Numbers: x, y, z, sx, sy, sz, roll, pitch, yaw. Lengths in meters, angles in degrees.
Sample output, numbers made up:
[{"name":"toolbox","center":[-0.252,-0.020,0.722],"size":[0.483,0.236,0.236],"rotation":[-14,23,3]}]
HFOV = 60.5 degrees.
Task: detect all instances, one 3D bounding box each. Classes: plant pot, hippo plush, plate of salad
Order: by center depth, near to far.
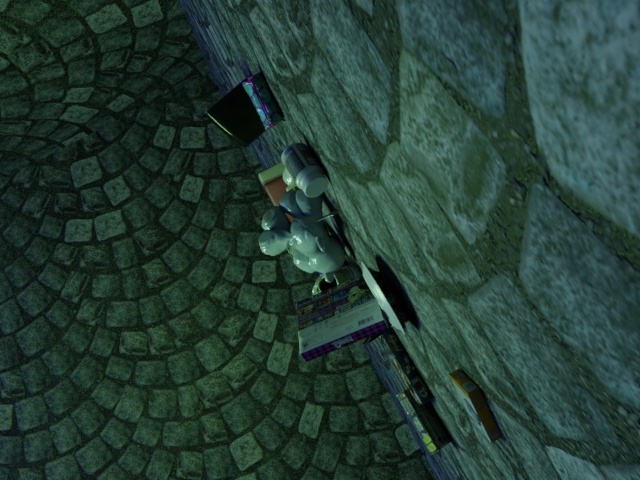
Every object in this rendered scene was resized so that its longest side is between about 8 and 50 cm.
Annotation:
[{"name":"plate of salad","center":[0.155,0.130,1.293],"size":[0.200,0.048,0.200],"rotation":[60,179,1]},{"name":"hippo plush","center":[-0.013,-0.017,1.668],"size":[0.294,0.234,0.236],"rotation":[-1,150,38]},{"name":"plant pot","center":[-0.257,-0.417,1.844],"size":[0.167,0.188,0.187],"rotation":[49,178,-12]}]

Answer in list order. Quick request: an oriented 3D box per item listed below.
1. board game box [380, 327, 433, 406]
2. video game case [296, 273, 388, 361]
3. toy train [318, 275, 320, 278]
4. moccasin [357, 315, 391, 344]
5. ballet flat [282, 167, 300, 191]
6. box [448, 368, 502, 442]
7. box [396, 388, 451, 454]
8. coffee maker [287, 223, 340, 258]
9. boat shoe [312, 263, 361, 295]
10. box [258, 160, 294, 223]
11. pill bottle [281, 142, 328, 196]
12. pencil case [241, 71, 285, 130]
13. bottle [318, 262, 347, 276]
[{"name":"board game box","center":[0.268,0.401,1.730],"size":[0.243,0.042,0.165],"rotation":[60,175,21]},{"name":"video game case","center":[0.050,0.195,1.439],"size":[0.210,0.232,0.042],"rotation":[-100,-17,-58]},{"name":"toy train","center":[0.098,0.213,2.177],"size":[0.143,0.105,0.248],"rotation":[51,-177,-42]},{"name":"moccasin","center":[0.129,0.205,1.608],"size":[0.147,0.139,0.380],"rotation":[53,-175,0]},{"name":"ballet flat","center":[-0.076,-0.188,1.733],"size":[0.086,0.086,0.248],"rotation":[59,174,29]},{"name":"box","center":[0.295,0.317,1.036],"size":[0.136,0.028,0.081],"rotation":[60,176,-17]},{"name":"box","center":[0.335,0.577,1.780],"size":[0.114,0.036,0.207],"rotation":[7,-132,-56]},{"name":"coffee maker","center":[-0.006,0.013,1.885],"size":[0.120,0.171,0.178],"rotation":[40,168,-39]},{"name":"boat shoe","center":[0.030,0.145,1.825],"size":[0.302,0.094,0.109],"rotation":[-41,62,59]},{"name":"box","center":[-0.125,-0.170,2.094],"size":[0.232,0.126,0.148],"rotation":[61,176,4]},{"name":"pill bottle","center":[-0.039,-0.179,1.397],"size":[0.137,0.078,0.078],"rotation":[59,175,33]},{"name":"pencil case","center":[-0.161,-0.392,1.547],"size":[0.152,0.064,0.070],"rotation":[62,-169,-16]},{"name":"bottle","center":[0.086,0.172,1.954],"size":[0.118,0.092,0.283],"rotation":[20,-148,-50]}]
